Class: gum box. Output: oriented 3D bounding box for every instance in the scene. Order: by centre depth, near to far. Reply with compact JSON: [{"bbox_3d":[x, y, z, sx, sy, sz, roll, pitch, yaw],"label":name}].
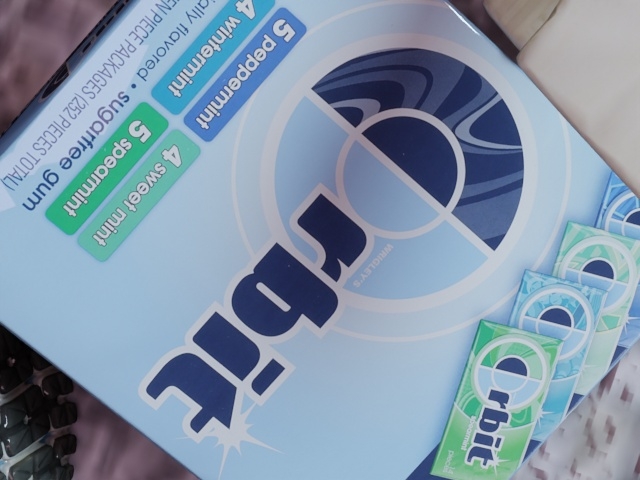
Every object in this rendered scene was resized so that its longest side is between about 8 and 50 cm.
[{"bbox_3d":[0.000,0.000,0.524,0.184,0.041,0.157,41,94,-16],"label":"gum box"}]

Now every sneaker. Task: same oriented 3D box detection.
[{"bbox_3d":[-0.132,0.034,0.563,0.073,0.063,0.162,-19,85,22],"label":"sneaker"}]

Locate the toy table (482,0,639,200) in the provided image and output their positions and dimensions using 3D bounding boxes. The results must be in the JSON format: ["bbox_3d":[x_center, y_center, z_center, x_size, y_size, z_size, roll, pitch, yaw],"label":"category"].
[{"bbox_3d":[0.081,-0.130,0.442,0.161,0.274,0.252,-44,43,12],"label":"toy table"}]
